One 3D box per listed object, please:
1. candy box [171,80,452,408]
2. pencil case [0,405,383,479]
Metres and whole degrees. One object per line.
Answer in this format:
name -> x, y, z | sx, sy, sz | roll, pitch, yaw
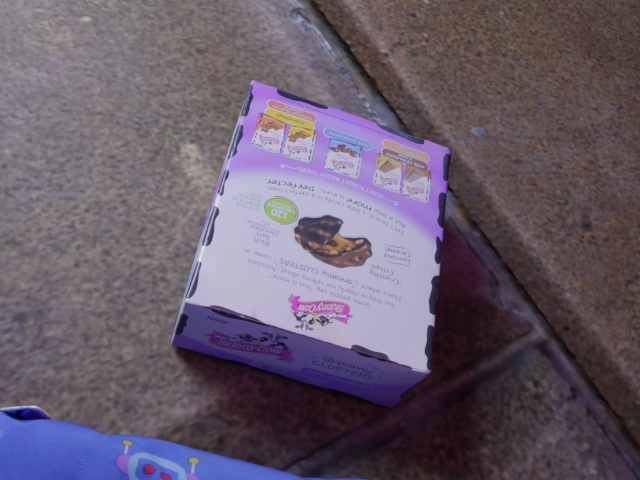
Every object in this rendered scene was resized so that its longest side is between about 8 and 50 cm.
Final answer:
candy box -> 0.000, 0.000, 0.570 | 0.164, 0.070, 0.196 | 18, 55, -9
pencil case -> -0.081, 0.162, 0.411 | 0.305, 0.119, 0.133 | 14, 48, -12
